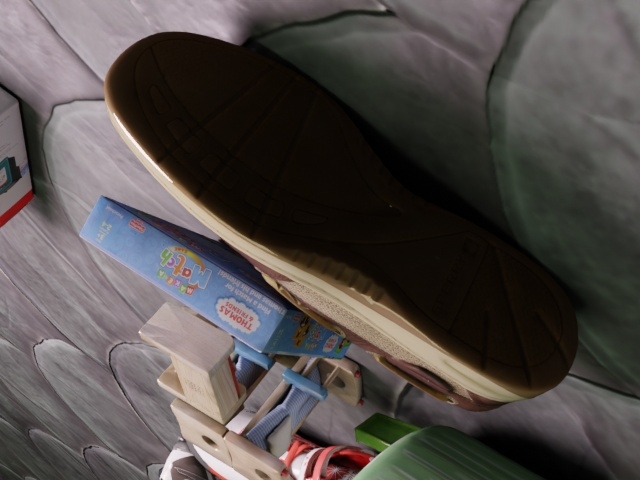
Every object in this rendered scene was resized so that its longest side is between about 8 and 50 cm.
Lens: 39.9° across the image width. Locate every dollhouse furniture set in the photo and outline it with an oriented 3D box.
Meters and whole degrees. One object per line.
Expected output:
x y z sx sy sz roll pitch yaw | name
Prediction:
-0.051 0.115 0.779 0.128 0.129 0.184 25 147 24 | dollhouse furniture set
0.076 0.239 0.834 0.058 0.076 0.152 14 121 45 | dollhouse furniture set

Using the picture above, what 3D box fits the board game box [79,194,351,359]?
-0.066 0.035 0.682 0.160 0.039 0.211 30 179 18 | board game box

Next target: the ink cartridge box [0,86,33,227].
-0.384 -0.094 0.932 0.134 0.078 0.231 37 150 8 | ink cartridge box

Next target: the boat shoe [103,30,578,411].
0.000 0.000 0.584 0.342 0.123 0.123 34 149 0 | boat shoe

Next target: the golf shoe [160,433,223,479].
-0.159 0.373 1.287 0.198 0.094 0.077 50 148 -20 | golf shoe

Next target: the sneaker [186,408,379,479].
-0.024 0.242 0.964 0.270 0.090 0.145 31 148 9 | sneaker

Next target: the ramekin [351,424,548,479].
0.087 0.300 0.713 0.148 0.303 0.303 30 150 32 | ramekin

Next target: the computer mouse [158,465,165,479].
-0.152 0.418 1.404 0.242 0.041 0.071 26 157 12 | computer mouse
